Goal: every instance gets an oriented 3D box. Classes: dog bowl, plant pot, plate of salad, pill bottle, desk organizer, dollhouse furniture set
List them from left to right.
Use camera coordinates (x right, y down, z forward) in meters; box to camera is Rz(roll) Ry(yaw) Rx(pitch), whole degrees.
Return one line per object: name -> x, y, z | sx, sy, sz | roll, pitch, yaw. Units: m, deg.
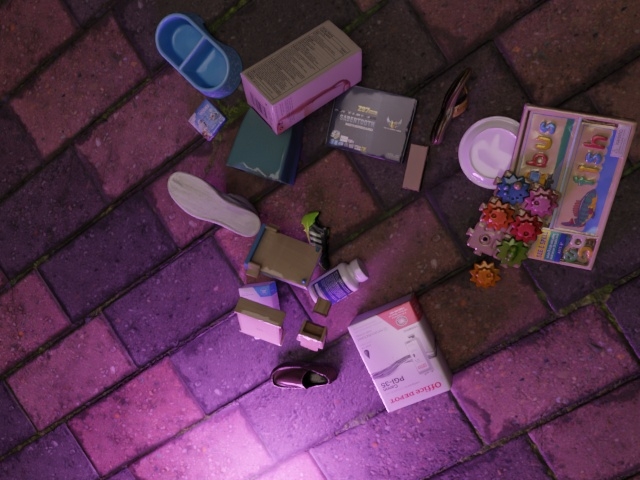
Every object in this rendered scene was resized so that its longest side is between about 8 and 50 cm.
dog bowl -> -0.368, -0.553, 1.830 | 0.297, 0.074, 0.166 | 45, 106, 4
plant pot -> -0.142, -0.298, 1.774 | 0.165, 0.165, 0.235 | 16, 92, 11
dollhouse furniture set -> -0.081, 0.139, 1.803 | 0.286, 0.198, 0.304 | 19, 67, 5
pill bottle -> 0.056, 0.124, 1.821 | 0.169, 0.094, 0.094 | -33, 90, 17
desk organizer -> 0.270, -0.207, 1.742 | 0.050, 0.047, 0.130 | 13, 102, 14
plate of salad -> 0.479, -0.240, 1.685 | 0.199, 0.048, 0.200 | 7, 110, 19

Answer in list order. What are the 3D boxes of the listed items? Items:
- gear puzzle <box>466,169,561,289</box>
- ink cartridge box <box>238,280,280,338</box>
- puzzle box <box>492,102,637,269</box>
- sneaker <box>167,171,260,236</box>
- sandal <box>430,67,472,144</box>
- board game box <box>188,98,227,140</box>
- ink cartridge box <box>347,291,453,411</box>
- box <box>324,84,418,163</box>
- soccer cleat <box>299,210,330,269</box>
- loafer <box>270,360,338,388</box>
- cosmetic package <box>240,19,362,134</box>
gear puzzle -> 0.489, -0.011, 1.656 | 0.175, 0.044, 0.339 | 25, 116, 6
ink cartridge box -> -0.181, 0.224, 1.912 | 0.104, 0.060, 0.180 | -8, 96, 14
puzzle box -> 0.625, -0.139, 1.619 | 0.271, 0.052, 0.409 | 11, 114, 13
sneaker -> -0.312, -0.110, 1.830 | 0.292, 0.169, 0.108 | 32, 97, -9
sandal -> 0.365, -0.359, 1.677 | 0.060, 0.090, 0.220 | 19, 102, -7
board game box -> -0.344, -0.368, 1.881 | 0.090, 0.020, 0.090 | 45, 106, 5
ink cartridge box -> 0.236, 0.325, 1.796 | 0.207, 0.117, 0.283 | -25, 92, 16
box -> 0.144, -0.333, 1.746 | 0.232, 0.059, 0.184 | 16, 101, 11
soccer cleat -> 0.000, 0.000, 1.835 | 0.072, 0.060, 0.179 | -21, 90, 15
loafer -> -0.058, 0.418, 1.903 | 0.219, 0.078, 0.080 | -10, 96, 15
cosmetic package -> -0.047, -0.439, 1.657 | 0.296, 0.129, 0.153 | -34, 65, -13
